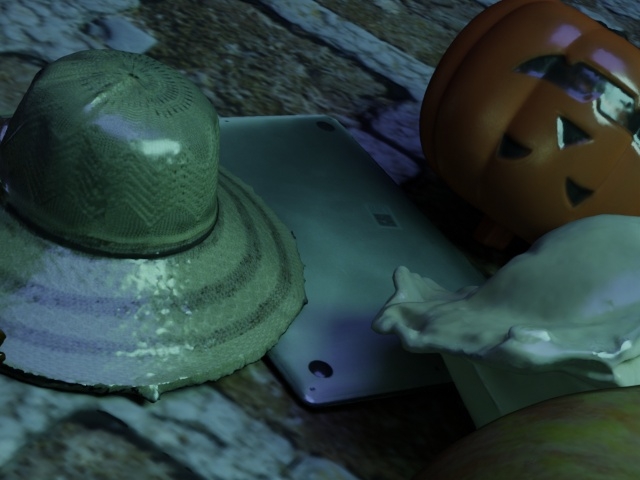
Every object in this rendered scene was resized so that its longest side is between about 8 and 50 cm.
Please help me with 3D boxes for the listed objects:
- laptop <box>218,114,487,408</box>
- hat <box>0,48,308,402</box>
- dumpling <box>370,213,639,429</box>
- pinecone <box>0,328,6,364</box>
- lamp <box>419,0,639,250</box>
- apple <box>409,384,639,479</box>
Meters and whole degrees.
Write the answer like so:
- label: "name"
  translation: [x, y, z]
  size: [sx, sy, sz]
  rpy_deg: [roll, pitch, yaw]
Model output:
- label: "laptop"
  translation: [0.000, 0.000, 0.888]
  size: [0.188, 0.015, 0.269]
  rpy_deg: [-5, 40, -36]
- label: "hat"
  translation: [-0.111, -0.040, 0.772]
  size: [0.252, 0.110, 0.252]
  rpy_deg: [13, 33, -9]
- label: "dumpling"
  translation: [0.129, 0.055, 0.765]
  size: [0.193, 0.147, 0.258]
  rpy_deg: [15, 4, 38]
- label: "pinecone"
  translation: [-0.183, 0.031, 0.631]
  size: [0.109, 0.102, 0.102]
  rpy_deg: [40, 34, 27]
- label: "lamp"
  translation: [0.153, -0.062, 0.953]
  size: [0.188, 0.164, 0.187]
  rpy_deg: [35, 8, -5]
- label: "apple"
  translation: [0.114, 0.177, 0.463]
  size: [0.257, 0.234, 0.256]
  rpy_deg: [16, 33, -11]
